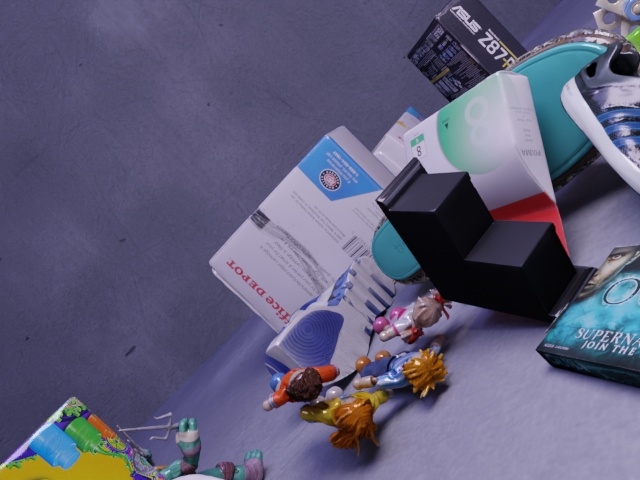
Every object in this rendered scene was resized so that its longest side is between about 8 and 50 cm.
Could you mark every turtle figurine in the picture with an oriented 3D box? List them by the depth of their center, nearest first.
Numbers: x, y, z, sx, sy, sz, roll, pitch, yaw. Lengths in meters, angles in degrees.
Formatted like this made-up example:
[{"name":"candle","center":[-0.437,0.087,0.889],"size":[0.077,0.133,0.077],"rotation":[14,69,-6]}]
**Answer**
[{"name":"turtle figurine","center":[-0.202,0.322,0.720],"size":[0.175,0.234,0.118],"rotation":[-28,48,36]}]

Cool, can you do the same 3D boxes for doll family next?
[{"name":"doll family","center":[0.067,0.161,0.609],"size":[0.263,0.118,0.163],"rotation":[-28,-6,-17]}]

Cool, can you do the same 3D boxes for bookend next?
[{"name":"bookend","center":[0.162,-0.005,0.519],"size":[0.072,0.157,0.156],"rotation":[-48,25,-20]}]

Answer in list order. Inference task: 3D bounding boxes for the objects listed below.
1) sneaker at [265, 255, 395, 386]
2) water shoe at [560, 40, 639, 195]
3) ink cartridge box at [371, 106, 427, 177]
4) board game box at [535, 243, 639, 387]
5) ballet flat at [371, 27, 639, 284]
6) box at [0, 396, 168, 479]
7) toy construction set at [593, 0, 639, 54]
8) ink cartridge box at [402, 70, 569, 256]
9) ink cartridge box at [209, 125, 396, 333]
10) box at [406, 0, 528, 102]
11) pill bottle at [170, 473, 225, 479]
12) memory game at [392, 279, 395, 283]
[{"name":"sneaker","center":[0.005,0.168,0.918],"size":[0.182,0.127,0.315],"rotation":[-46,-3,39]},{"name":"water shoe","center":[0.286,-0.099,0.447],"size":[0.080,0.073,0.203],"rotation":[-56,39,37]},{"name":"ink cartridge box","center":[0.209,-0.163,1.267],"size":[0.197,0.198,0.270],"rotation":[-50,1,33]},{"name":"board game box","center":[0.250,0.049,0.365],"size":[0.126,0.026,0.186],"rotation":[-47,5,-12]},{"name":"ballet flat","center":[0.248,-0.099,0.739],"size":[0.182,0.164,0.483],"rotation":[-20,-20,-38]},{"name":"box","center":[-0.254,0.363,0.478],"size":[0.177,0.279,0.290],"rotation":[-40,8,44]},{"name":"toy construction set","center":[0.450,-0.259,0.619],"size":[0.215,0.151,0.327],"rotation":[-42,17,37]},{"name":"ink cartridge box","center":[0.183,-0.053,0.612],"size":[0.056,0.224,0.181],"rotation":[-2,-11,-26]},{"name":"ink cartridge box","center":[0.000,0.000,1.115],"size":[0.395,0.285,0.166],"rotation":[-43,5,24]},{"name":"box","center":[0.365,-0.386,1.214],"size":[0.097,0.318,0.395],"rotation":[-44,5,6]},{"name":"pill bottle","center":[-0.124,0.330,0.337],"size":[0.169,0.169,0.301],"rotation":[-41,7,40]},{"name":"memory game","center":[0.163,0.051,1.099],"size":[0.186,0.012,0.186],"rotation":[-45,6,6]}]
